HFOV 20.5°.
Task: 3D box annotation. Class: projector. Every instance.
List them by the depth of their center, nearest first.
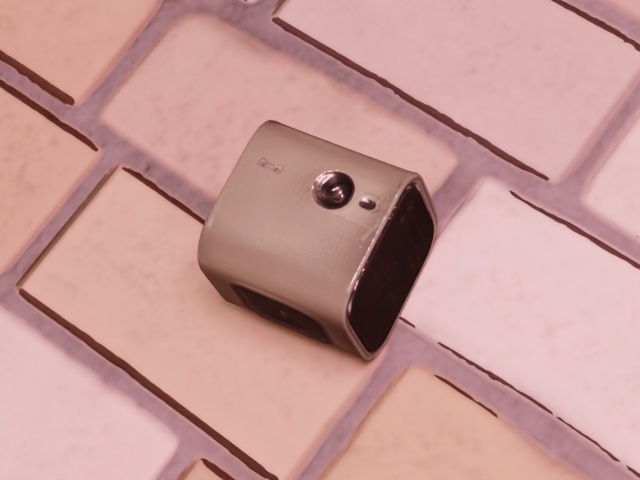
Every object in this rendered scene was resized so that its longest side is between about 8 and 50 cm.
[{"bbox_3d":[0.000,0.000,0.855,0.082,0.083,0.083,22,75,21],"label":"projector"}]
